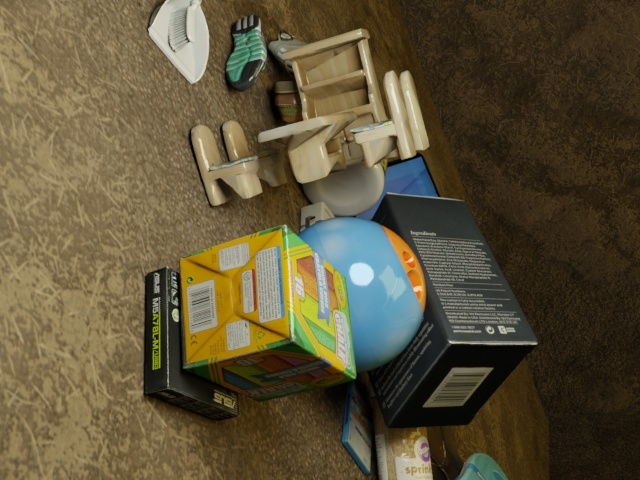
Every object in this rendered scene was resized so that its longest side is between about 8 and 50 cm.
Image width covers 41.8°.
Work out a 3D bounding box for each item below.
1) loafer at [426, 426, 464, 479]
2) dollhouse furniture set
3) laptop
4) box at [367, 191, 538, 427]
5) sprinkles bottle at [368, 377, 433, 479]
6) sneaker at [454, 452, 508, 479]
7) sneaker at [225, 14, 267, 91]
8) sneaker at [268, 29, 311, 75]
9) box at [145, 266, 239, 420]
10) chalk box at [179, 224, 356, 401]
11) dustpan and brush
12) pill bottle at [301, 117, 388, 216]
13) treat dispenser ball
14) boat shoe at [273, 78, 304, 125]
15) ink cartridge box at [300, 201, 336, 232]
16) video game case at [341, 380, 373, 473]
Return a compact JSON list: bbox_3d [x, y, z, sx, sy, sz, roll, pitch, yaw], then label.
[{"bbox_3d":[0.251,0.526,2.024,0.130,0.134,0.365,-31,109,-31],"label":"loafer"},{"bbox_3d":[-0.003,-0.250,1.551,0.394,0.362,0.256,-33,109,-70],"label":"dollhouse furniture set"},{"bbox_3d":[0.184,-0.045,2.078,0.136,0.234,0.264,39,40,-55],"label":"laptop"},{"bbox_3d":[0.223,0.144,1.751,0.212,0.293,0.395,3,46,-26],"label":"box"},{"bbox_3d":[0.178,0.464,1.811,0.121,0.121,0.355,32,50,-61],"label":"sprinkles bottle"},{"bbox_3d":[0.306,0.610,1.931,0.127,0.208,0.319,52,24,17],"label":"sneaker"},{"bbox_3d":[-0.135,-0.364,1.720,0.098,0.083,0.223,62,23,-45],"label":"sneaker"},{"bbox_3d":[-0.035,-0.444,1.950,0.132,0.086,0.229,40,27,23],"label":"sneaker"},{"bbox_3d":[-0.187,0.156,1.238,0.191,0.045,0.184,42,34,-55],"label":"box"},{"bbox_3d":[-0.060,0.128,1.270,0.289,0.179,0.180,40,38,-57],"label":"chalk box"},{"bbox_3d":[-0.237,-0.407,1.511,0.147,0.060,0.211,49,32,-48],"label":"dustpan and brush"},{"bbox_3d":[0.068,-0.221,1.977,0.333,0.188,0.187,-79,146,-52],"label":"pill bottle"},{"bbox_3d":[0.050,0.099,1.543,0.288,0.288,0.288,51,30,-46],"label":"treat dispenser ball"},{"bbox_3d":[-0.040,-0.315,1.911,0.307,0.111,0.104,-35,123,-69],"label":"boat shoe"},{"bbox_3d":[0.000,0.000,1.822,0.099,0.056,0.135,52,30,-45],"label":"ink cartridge box"},{"bbox_3d":[0.081,0.395,1.793,0.119,0.015,0.166,59,25,-34],"label":"video game case"}]
